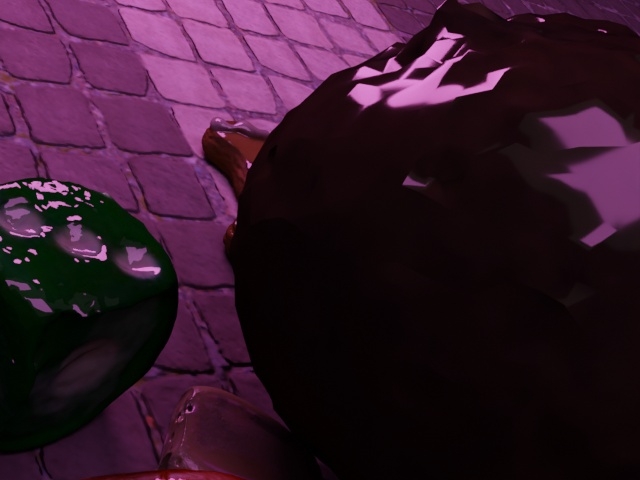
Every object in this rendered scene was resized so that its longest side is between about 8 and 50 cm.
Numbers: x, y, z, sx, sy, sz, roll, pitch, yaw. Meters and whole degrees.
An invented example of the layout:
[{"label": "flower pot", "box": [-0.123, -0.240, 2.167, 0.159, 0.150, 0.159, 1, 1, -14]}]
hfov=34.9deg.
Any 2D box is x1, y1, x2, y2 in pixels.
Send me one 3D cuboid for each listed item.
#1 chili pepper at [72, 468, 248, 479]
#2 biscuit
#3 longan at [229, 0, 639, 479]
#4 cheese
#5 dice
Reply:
[{"label": "chili pepper", "box": [-0.062, 0.179, 0.602, 0.192, 0.086, 0.084, 3, 15, -28]}, {"label": "biscuit", "box": [0.000, 0.000, 0.935, 0.197, 0.049, 0.301, 12, 40, -30]}, {"label": "longan", "box": [0.140, 0.020, 0.689, 0.391, 0.391, 0.391, 24, 34, -17]}, {"label": "cheese", "box": [-0.018, 0.169, 0.703, 0.192, 0.037, 0.097, 27, 33, -14]}, {"label": "dice", "box": [-0.176, 0.044, 0.633, 0.120, 0.131, 0.128, 44, 34, 17]}]
